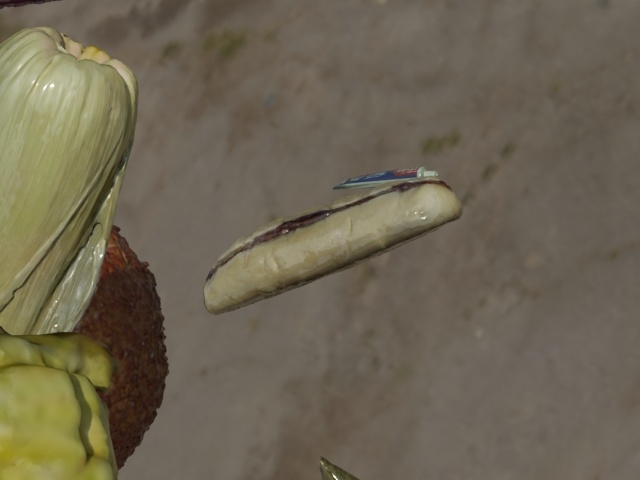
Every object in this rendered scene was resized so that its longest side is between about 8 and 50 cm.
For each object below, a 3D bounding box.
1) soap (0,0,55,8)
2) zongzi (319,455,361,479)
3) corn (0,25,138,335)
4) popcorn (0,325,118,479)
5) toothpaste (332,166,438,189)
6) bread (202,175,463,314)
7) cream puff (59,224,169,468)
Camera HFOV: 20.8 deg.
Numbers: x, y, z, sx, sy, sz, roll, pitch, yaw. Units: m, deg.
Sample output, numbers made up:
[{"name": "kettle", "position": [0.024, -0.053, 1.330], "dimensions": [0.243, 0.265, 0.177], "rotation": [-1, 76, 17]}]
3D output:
[{"name": "soap", "position": [-0.211, -0.221, 1.256], "dimensions": [0.250, 0.162, 0.099], "rotation": [-3, 86, 23]}, {"name": "zongzi", "position": [0.097, 0.384, 1.788], "dimensions": [0.138, 0.300, 0.286], "rotation": [-34, 27, 13]}, {"name": "corn", "position": [-0.230, -0.007, 1.292], "dimensions": [0.122, 0.123, 0.305], "rotation": [41, 114, 56]}, {"name": "popcorn", "position": [-0.242, 0.159, 1.049], "dimensions": [0.293, 0.293, 0.237], "rotation": [-11, 81, 57]}, {"name": "toothpaste", "position": [0.081, -0.075, 2.134], "dimensions": [0.140, 0.021, 0.037], "rotation": [-5, 17, 31]}, {"name": "bread", "position": [0.001, 0.000, 1.244], "dimensions": [0.214, 0.053, 0.073], "rotation": [-21, 1, 24]}, {"name": "cream puff", "position": [-0.277, 0.105, 1.849], "dimensions": [0.350, 0.229, 0.350], "rotation": [37, 133, 53]}]
